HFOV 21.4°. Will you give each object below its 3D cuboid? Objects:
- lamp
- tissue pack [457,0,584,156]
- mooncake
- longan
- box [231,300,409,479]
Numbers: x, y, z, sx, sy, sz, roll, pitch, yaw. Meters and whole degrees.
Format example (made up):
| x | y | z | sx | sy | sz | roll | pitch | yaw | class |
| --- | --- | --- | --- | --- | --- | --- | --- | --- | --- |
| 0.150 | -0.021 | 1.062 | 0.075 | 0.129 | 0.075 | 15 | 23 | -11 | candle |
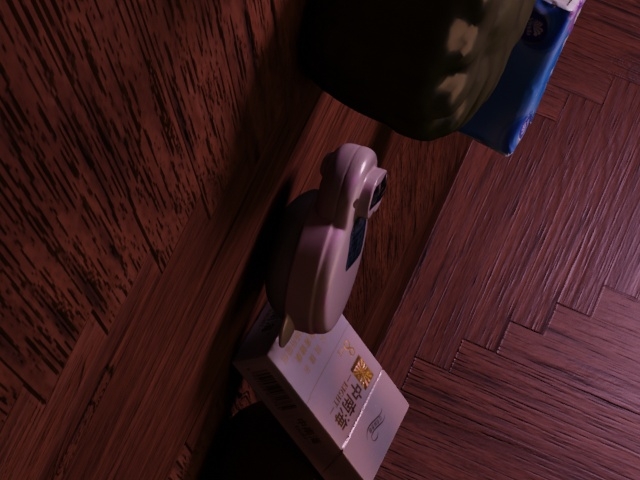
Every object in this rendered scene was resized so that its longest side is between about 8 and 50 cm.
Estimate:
| x | y | z | sx | sy | sz | roll | pitch | yaw | class |
| --- | --- | --- | --- | --- | --- | --- | --- | --- | --- |
| -0.002 | -0.002 | 1.989 | 0.179 | 0.108 | 0.246 | -56 | 165 | -71 | lamp |
| 0.248 | -0.289 | 2.446 | 0.146 | 0.198 | 0.263 | -54 | 168 | -53 | tissue pack |
| 0.129 | -0.283 | 1.777 | 0.356 | 0.194 | 0.356 | 22 | 90 | -82 | mooncake |
| -0.053 | 0.319 | 2.255 | 0.196 | 0.196 | 0.220 | -54 | 161 | -58 | longan |
| 0.004 | 0.184 | 2.159 | 0.067 | 0.243 | 0.155 | -14 | -147 | 40 | box |
